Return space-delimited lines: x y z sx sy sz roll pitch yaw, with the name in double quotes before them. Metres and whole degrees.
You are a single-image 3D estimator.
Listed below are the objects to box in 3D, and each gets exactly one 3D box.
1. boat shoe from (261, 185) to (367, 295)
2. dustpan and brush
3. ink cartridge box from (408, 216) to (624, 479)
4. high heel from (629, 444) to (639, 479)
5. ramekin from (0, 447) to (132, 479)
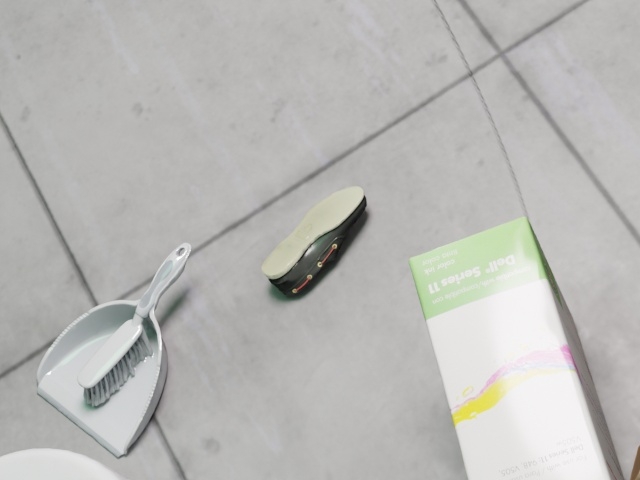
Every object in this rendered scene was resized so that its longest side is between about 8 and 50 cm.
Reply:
"boat shoe" -0.001 -0.001 2.000 0.133 0.042 0.049 -46 36 -7
"dustpan and brush" -0.192 0.095 2.007 0.147 0.060 0.211 33 78 33
"ink cartridge box" 0.192 0.186 1.714 0.119 0.207 0.353 -20 56 9
"high heel" 0.365 0.140 1.767 0.117 0.082 0.244 23 56 1
"ramekin" -0.258 0.330 1.856 0.277 0.135 0.277 -10 59 17
